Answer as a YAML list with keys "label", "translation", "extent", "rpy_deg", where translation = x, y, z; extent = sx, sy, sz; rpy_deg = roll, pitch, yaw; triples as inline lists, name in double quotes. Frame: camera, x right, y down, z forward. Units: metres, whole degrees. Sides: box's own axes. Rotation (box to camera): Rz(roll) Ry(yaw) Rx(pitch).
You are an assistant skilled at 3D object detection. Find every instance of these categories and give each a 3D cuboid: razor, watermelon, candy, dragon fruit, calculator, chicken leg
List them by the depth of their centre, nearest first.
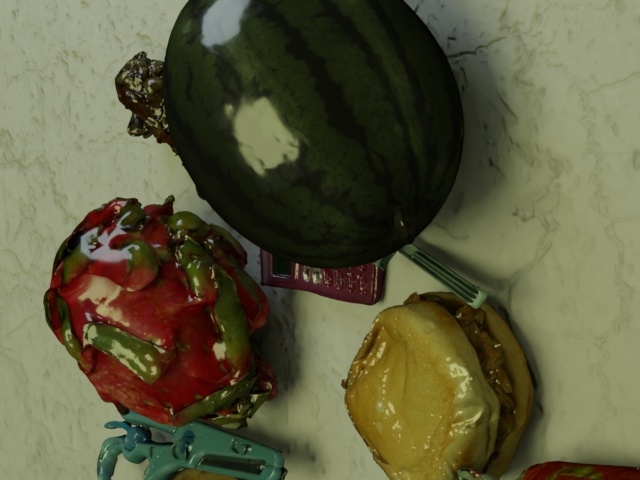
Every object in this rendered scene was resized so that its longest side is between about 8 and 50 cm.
- label: "candy"
  translation: [0.252, 0.248, 1.655]
  extent: [0.292, 0.059, 0.086]
  rpy_deg: [-1, 118, 39]
- label: "watermelon"
  translation: [-0.004, -0.122, 1.758]
  extent: [0.359, 0.279, 0.279]
  rpy_deg: [53, 132, 25]
- label: "razor"
  translation: [0.121, 0.032, 1.787]
  extent: [0.068, 0.037, 0.191]
  rpy_deg: [-56, 31, 2]
- label: "calculator"
  translation: [0.000, 0.000, 1.968]
  extent: [0.190, 0.034, 0.127]
  rpy_deg: [10, 103, 43]
- label: "dragon fruit"
  translation: [-0.177, 0.087, 2.046]
  extent: [0.302, 0.237, 0.231]
  rpy_deg: [42, 171, 21]
- label: "chicken leg"
  translation: [-0.169, -0.143, 2.120]
  extent: [0.196, 0.080, 0.125]
  rpy_deg: [39, 135, 31]

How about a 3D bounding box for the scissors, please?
- label: "scissors"
  translation: [-0.162, 0.249, 2.142]
  extent: [0.393, 0.032, 0.180]
  rpy_deg: [5, 80, 54]

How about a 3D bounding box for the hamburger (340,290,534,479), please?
- label: "hamburger"
  translation: [0.118, 0.154, 1.791]
  extent: [0.213, 0.108, 0.214]
  rpy_deg: [8, 101, 49]

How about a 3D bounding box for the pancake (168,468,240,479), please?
- label: "pancake"
  translation: [-0.126, 0.435, 2.159]
  extent: [0.356, 0.065, 0.356]
  rpy_deg: [5, 96, 51]
